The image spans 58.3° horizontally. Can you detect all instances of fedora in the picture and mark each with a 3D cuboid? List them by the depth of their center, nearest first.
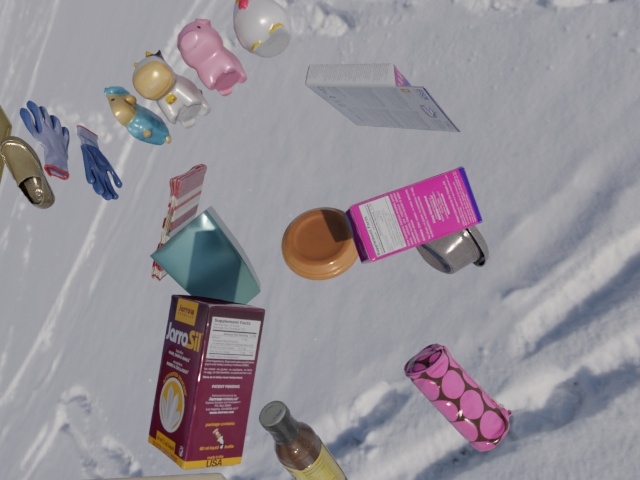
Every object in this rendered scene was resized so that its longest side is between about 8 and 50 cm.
[{"bbox_3d":[0.311,-0.014,1.507,0.124,0.243,0.275,-37,61,-4],"label":"fedora"}]

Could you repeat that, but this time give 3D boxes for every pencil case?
[{"bbox_3d":[0.256,0.284,1.063,0.098,0.209,0.095,-43,8,6],"label":"pencil case"}]

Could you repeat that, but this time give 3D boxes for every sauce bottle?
[{"bbox_3d":[-0.041,0.512,1.381,0.111,0.344,0.111,-20,32,13],"label":"sauce bottle"}]

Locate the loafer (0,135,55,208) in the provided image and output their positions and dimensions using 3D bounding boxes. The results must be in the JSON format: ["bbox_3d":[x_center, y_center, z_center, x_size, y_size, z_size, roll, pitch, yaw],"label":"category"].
[{"bbox_3d":[-0.546,-0.126,1.071,0.056,0.148,0.050,-30,17,-9],"label":"loafer"}]

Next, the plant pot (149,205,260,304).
[{"bbox_3d":[-0.258,0.061,1.387,0.165,0.234,0.166,-40,9,0],"label":"plant pot"}]

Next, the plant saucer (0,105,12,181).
[{"bbox_3d":[-0.948,-0.283,1.584,0.332,0.081,0.332,117,154,-66],"label":"plant saucer"}]

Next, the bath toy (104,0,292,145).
[{"bbox_3d":[-0.216,-0.322,1.021,0.348,0.151,0.129,-34,77,10],"label":"bath toy"}]

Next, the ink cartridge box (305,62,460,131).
[{"bbox_3d":[0.179,-0.377,1.525,0.330,0.324,0.071,9,85,29],"label":"ink cartridge box"}]

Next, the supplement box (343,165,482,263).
[{"bbox_3d":[0.166,-0.044,1.063,0.111,0.220,0.113,135,116,-85],"label":"supplement box"}]

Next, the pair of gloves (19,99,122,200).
[{"bbox_3d":[-0.413,-0.146,0.964,0.023,0.198,0.159,-31,64,12],"label":"pair of gloves"}]

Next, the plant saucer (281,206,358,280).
[{"bbox_3d":[0.000,0.000,1.387,0.200,0.037,0.199,-5,60,10],"label":"plant saucer"}]

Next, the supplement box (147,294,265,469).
[{"bbox_3d":[-0.141,0.167,0.702,0.104,0.081,0.188,4,84,50],"label":"supplement box"}]

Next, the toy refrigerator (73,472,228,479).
[{"bbox_3d":[-0.265,0.408,0.837,0.270,0.102,0.094,-6,49,8],"label":"toy refrigerator"}]

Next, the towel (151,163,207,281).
[{"bbox_3d":[-0.431,-0.061,1.752,0.237,0.037,0.328,-63,-9,-71],"label":"towel"}]
